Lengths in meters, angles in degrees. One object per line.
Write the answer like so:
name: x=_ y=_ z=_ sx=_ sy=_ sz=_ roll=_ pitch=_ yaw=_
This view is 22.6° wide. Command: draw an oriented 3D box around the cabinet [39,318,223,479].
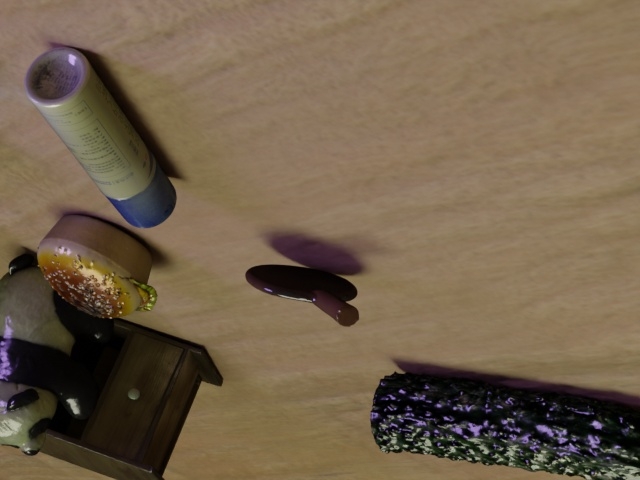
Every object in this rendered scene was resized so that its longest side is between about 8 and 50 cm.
cabinet: x=-0.265 y=0.205 z=2.068 sx=0.215 sy=0.175 sz=0.148 roll=18 pitch=160 yaw=14

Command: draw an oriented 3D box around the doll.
doll: x=-0.347 y=0.140 z=1.930 sx=0.143 sy=0.234 sz=0.135 roll=0 pitch=166 yaw=38

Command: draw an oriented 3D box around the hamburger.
hamburger: x=-0.241 y=0.035 z=1.737 sx=0.126 sy=0.081 sz=0.141 roll=5 pitch=153 yaw=40

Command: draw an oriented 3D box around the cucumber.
cucumber: x=0.217 y=0.197 z=1.678 sx=0.359 sy=0.096 sz=0.096 roll=2 pitch=152 yaw=38

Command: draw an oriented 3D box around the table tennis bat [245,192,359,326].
table tennis bat: x=0.000 y=0.000 z=1.510 sx=0.107 sy=0.119 sz=0.170 roll=3 pitch=-167 yaw=-25

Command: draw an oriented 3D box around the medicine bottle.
medicine bottle: x=-0.188 y=-0.085 z=1.406 sx=0.059 sy=0.059 sz=0.231 roll=14 pitch=159 yaw=21
